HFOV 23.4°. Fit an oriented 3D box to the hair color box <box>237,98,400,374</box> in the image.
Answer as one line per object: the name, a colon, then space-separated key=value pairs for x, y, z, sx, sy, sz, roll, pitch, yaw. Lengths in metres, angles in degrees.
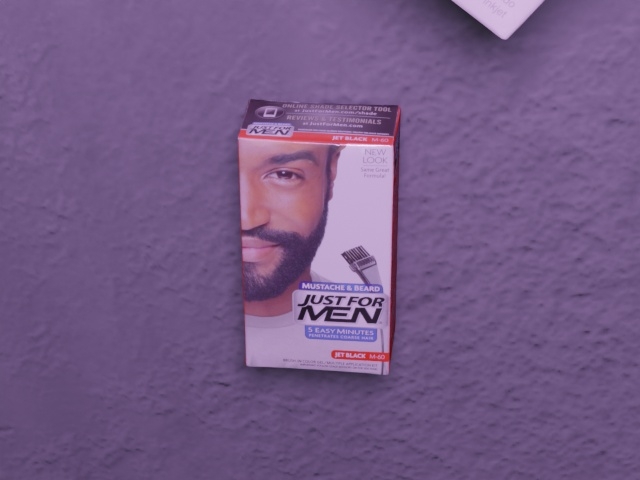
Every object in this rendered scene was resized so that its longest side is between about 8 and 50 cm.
hair color box: x=0.000 y=0.000 z=0.939 sx=0.093 sy=0.053 sz=0.167 roll=3 pitch=122 yaw=6

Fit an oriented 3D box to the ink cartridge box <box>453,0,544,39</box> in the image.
ink cartridge box: x=0.104 y=-0.235 z=0.747 sx=0.160 sy=0.093 sz=0.219 roll=34 pitch=121 yaw=-16
